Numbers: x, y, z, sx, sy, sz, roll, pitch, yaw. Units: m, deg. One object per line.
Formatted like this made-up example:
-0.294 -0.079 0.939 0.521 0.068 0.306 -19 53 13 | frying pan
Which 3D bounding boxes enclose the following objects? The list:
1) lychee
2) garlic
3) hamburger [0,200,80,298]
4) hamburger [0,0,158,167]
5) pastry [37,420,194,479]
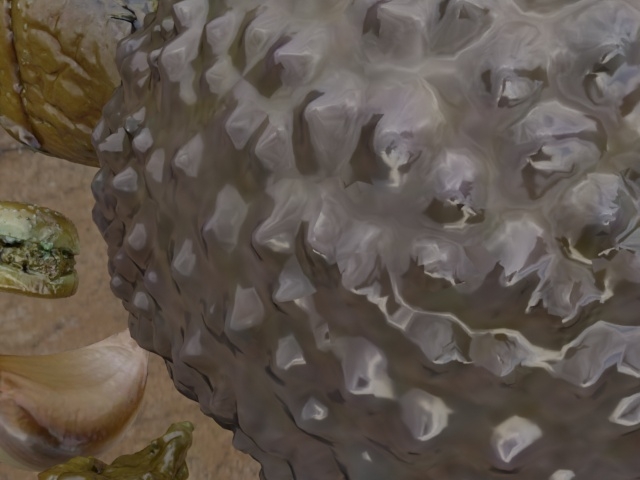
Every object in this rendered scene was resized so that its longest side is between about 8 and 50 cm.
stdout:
0.090 -0.041 0.504 0.380 0.380 0.432 27 93 12 | lychee
-0.241 0.152 0.958 0.207 0.115 0.128 -20 74 -52 | garlic
-0.420 0.007 1.409 0.189 0.215 0.122 10 89 -2 | hamburger
-0.186 -0.141 0.833 0.206 0.183 0.130 10 34 11 | hamburger
-0.174 0.265 0.732 0.132 0.235 0.240 5 12 6 | pastry
